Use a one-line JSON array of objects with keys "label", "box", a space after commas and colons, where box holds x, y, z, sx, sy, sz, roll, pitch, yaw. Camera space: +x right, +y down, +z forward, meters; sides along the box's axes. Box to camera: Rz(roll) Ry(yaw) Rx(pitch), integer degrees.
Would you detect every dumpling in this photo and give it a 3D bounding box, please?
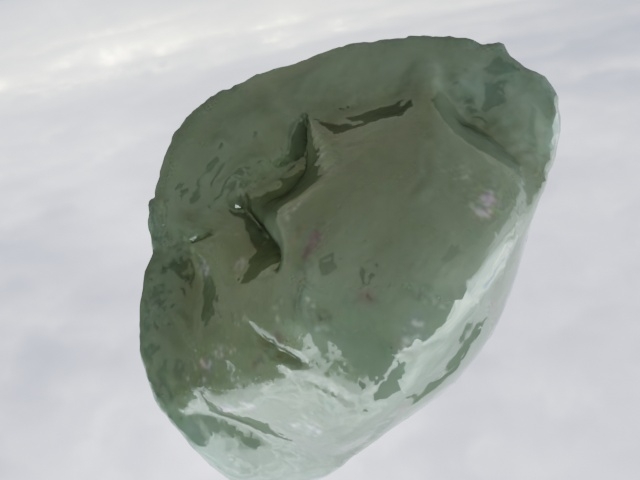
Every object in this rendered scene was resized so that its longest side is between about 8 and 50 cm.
[{"label": "dumpling", "box": [0.018, 0.022, 0.684, 0.270, 0.212, 0.320, 15, -124, 31]}]
